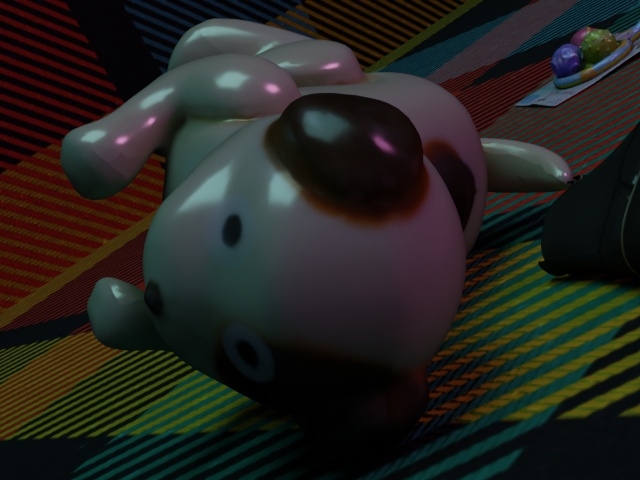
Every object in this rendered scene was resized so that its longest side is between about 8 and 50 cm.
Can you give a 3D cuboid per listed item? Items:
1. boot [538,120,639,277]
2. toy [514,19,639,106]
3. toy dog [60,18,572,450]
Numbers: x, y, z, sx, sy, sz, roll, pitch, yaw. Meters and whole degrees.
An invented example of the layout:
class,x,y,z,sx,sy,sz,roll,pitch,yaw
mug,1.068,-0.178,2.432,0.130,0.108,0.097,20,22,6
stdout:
class,x,y,z,sx,sy,sz,roll,pitch,yaw
boot,0.225,-0.065,0.743,0.197,0.077,0.137,-62,18,-15
toy,0.371,-0.259,1.382,0.237,0.056,0.137,-30,11,-6
toy dog,0.000,0.000,0.799,0.396,0.284,0.408,9,15,2
